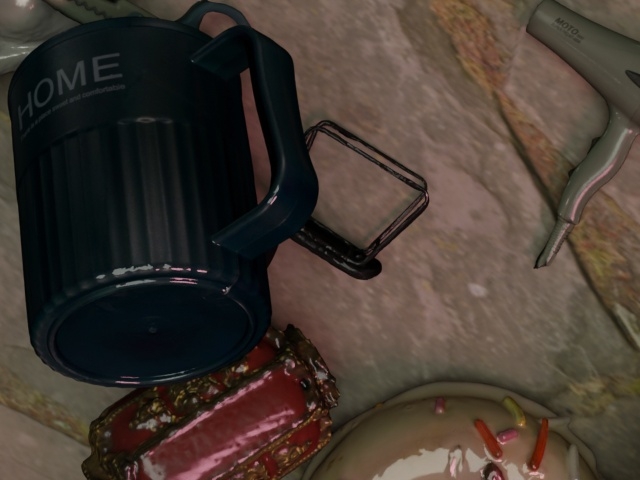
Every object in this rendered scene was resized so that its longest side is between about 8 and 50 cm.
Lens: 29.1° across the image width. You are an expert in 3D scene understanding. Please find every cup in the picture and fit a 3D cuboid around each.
[{"bbox_3d":[-0.148,-0.037,1.204,0.308,0.242,0.292,-13,57,4],"label":"cup"}]

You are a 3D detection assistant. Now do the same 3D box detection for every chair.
[{"bbox_3d":[0.000,0.000,1.309,0.145,0.140,0.221,32,98,0],"label":"chair"}]

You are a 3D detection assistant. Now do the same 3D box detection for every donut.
[{"bbox_3d":[0.145,0.344,1.315,0.383,0.142,0.382,0,94,4],"label":"donut"}]

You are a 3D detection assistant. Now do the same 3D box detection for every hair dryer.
[{"bbox_3d":[0.267,-0.133,1.319,0.267,0.092,0.229,-39,82,15],"label":"hair dryer"}]

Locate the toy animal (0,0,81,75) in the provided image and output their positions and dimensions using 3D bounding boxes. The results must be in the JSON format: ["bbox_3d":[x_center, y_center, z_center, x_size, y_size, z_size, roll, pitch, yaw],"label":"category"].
[{"bbox_3d":[-0.366,-0.263,1.308,0.289,0.174,0.249,25,83,4],"label":"toy animal"}]

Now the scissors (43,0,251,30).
[{"bbox_3d":[-0.193,-0.219,1.277,0.289,0.041,0.138,23,97,-39],"label":"scissors"}]

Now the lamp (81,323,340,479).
[{"bbox_3d":[-0.115,0.199,1.289,0.274,0.177,0.177,-34,90,-15],"label":"lamp"}]
